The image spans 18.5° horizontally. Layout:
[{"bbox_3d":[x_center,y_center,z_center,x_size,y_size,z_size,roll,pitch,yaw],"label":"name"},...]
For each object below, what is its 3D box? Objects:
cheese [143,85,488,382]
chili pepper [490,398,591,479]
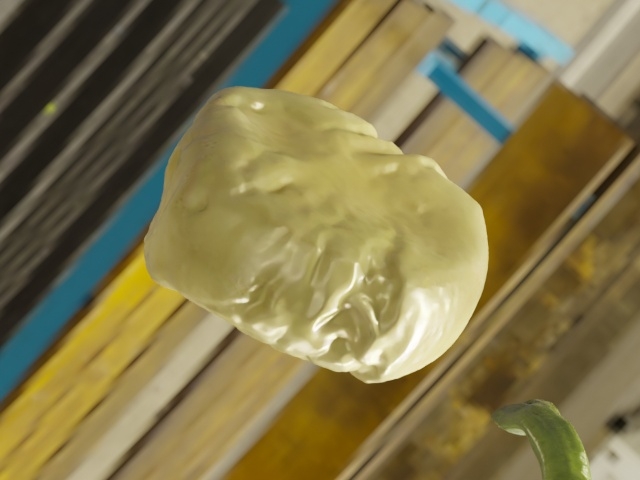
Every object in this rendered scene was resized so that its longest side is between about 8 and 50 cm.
[{"bbox_3d":[0.000,0.000,1.240,0.226,0.214,0.117,-71,-173,-63],"label":"cheese"},{"bbox_3d":[0.178,0.166,1.530,0.202,0.051,0.050,-107,-151,-67],"label":"chili pepper"}]
